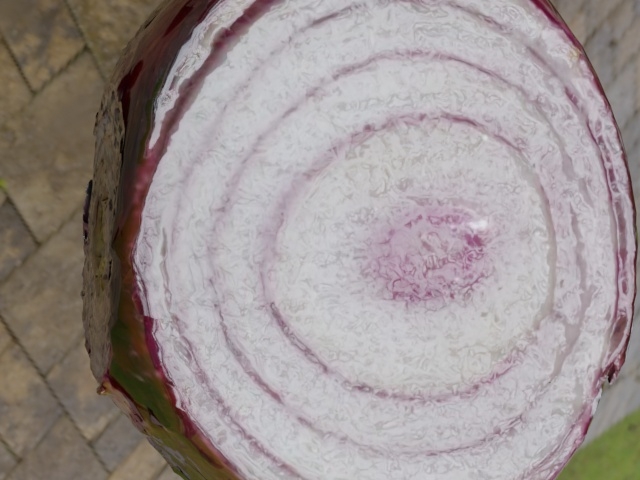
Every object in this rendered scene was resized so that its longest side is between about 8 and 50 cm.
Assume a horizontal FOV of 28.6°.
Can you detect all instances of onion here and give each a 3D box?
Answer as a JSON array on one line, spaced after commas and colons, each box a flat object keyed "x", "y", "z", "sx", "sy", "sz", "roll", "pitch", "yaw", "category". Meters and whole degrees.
[{"x": 0.000, "y": 0.000, "z": 0.690, "sx": 0.282, "sy": 0.260, "sz": 0.336, "roll": -11, "pitch": 94, "yaw": -18, "category": "onion"}]
